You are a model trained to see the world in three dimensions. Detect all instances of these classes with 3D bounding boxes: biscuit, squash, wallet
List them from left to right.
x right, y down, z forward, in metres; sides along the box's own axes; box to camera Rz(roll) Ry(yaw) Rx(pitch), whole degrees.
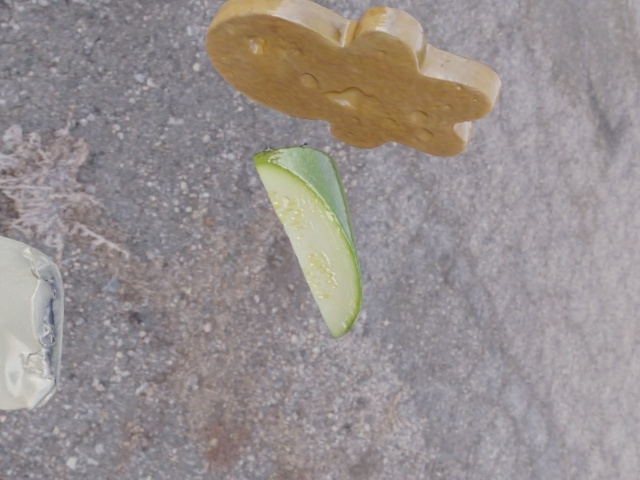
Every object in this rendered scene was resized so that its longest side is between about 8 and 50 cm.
[{"bbox_3d":[-0.557,0.138,1.255,0.068,0.274,0.336,-1,98,-68],"label":"wallet"},{"bbox_3d":[0.000,0.000,1.200,0.203,0.111,0.289,24,54,-57],"label":"squash"},{"bbox_3d":[0.034,-0.202,0.896,0.275,0.354,0.052,99,8,-69],"label":"biscuit"}]
